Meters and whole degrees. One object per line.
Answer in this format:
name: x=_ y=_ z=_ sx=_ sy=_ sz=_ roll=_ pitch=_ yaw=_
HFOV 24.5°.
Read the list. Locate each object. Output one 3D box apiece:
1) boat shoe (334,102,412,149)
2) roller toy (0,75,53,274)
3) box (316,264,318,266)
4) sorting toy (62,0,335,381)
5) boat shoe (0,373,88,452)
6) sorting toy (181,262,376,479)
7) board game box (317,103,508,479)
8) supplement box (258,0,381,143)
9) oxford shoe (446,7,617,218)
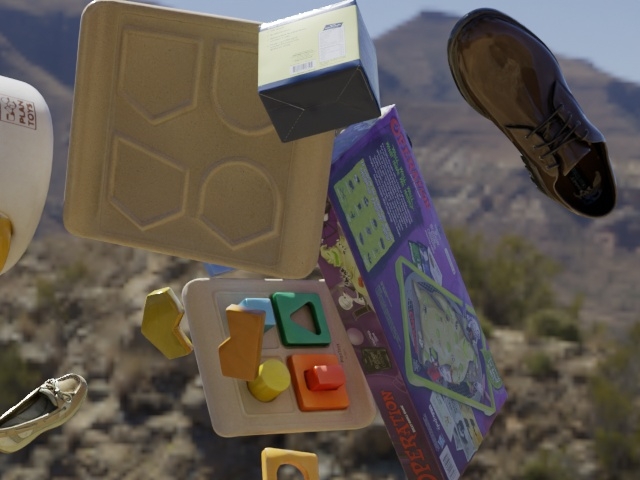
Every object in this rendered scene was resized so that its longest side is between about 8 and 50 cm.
boat shoe: x=0.024 y=-0.162 z=1.833 sx=0.102 sy=0.108 sz=0.301 roll=-22 pitch=-32 yaw=21
roller toy: x=-0.335 y=-0.064 z=1.369 sx=0.146 sy=0.191 sz=0.209 roll=12 pitch=1 yaw=-31
box: x=0.000 y=0.000 z=1.833 sx=0.067 sy=0.063 sz=0.324 roll=1 pitch=1 yaw=30
sorting toy: x=-0.107 y=-0.042 z=1.274 sx=0.229 sy=0.307 sz=0.041 roll=10 pitch=13 yaw=11
boat shoe: x=-0.379 y=0.226 z=1.992 sx=0.153 sy=0.048 sz=0.056 roll=-33 pitch=59 yaw=-28
sorting toy: x=-0.038 y=0.119 z=1.589 sx=0.196 sy=0.347 sz=0.047 roll=-1 pitch=-27 yaw=-32
board game box: x=0.085 y=0.058 z=1.476 sx=0.056 sy=0.347 sz=0.208 roll=-13 pitch=17 yaw=33
supplement box: x=-0.001 y=-0.132 z=1.143 sx=0.083 sy=0.083 sz=0.056 roll=-14 pitch=-46 yaw=12
oxford shoe: x=0.189 y=-0.105 z=1.232 sx=0.227 sy=0.083 sz=0.096 roll=45 pitch=5 yaw=-31
